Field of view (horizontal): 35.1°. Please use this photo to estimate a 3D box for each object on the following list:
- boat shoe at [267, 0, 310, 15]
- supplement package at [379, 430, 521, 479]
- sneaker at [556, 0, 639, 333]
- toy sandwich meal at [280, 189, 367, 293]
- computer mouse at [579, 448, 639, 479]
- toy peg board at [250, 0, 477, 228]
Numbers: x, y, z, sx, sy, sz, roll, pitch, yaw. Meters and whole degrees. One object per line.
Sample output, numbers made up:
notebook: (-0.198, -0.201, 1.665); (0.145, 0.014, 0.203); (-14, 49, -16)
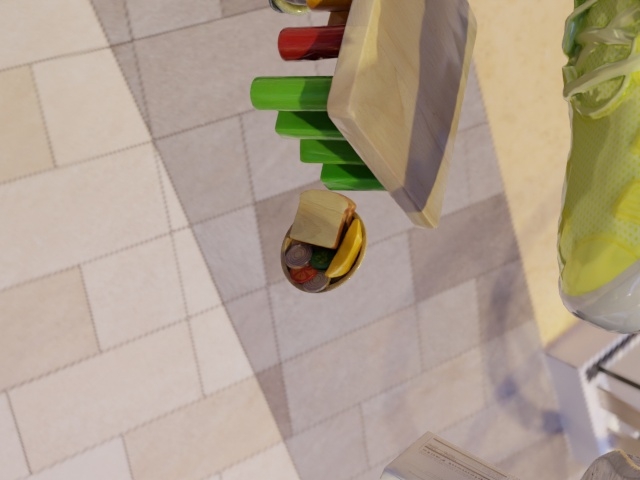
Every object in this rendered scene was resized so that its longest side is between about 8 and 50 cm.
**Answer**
boat shoe: (-0.030, -0.258, 0.999); (0.080, 0.223, 0.073); (-14, 103, -9)
supplement package: (0.146, 0.318, 0.830); (0.204, 0.262, 0.145); (-67, 161, 9)
sneaker: (0.169, -0.145, 0.494); (0.147, 0.145, 0.385); (22, 78, -16)
toy sandwich meal: (0.000, 0.000, 0.798); (0.086, 0.085, 0.029); (-58, 145, -6)
computer mouse: (0.166, 0.183, 0.509); (0.272, 0.072, 0.188); (28, 84, -82)
toy peg board: (0.029, -0.112, 0.639); (0.161, 0.079, 0.161); (45, 54, -57)
